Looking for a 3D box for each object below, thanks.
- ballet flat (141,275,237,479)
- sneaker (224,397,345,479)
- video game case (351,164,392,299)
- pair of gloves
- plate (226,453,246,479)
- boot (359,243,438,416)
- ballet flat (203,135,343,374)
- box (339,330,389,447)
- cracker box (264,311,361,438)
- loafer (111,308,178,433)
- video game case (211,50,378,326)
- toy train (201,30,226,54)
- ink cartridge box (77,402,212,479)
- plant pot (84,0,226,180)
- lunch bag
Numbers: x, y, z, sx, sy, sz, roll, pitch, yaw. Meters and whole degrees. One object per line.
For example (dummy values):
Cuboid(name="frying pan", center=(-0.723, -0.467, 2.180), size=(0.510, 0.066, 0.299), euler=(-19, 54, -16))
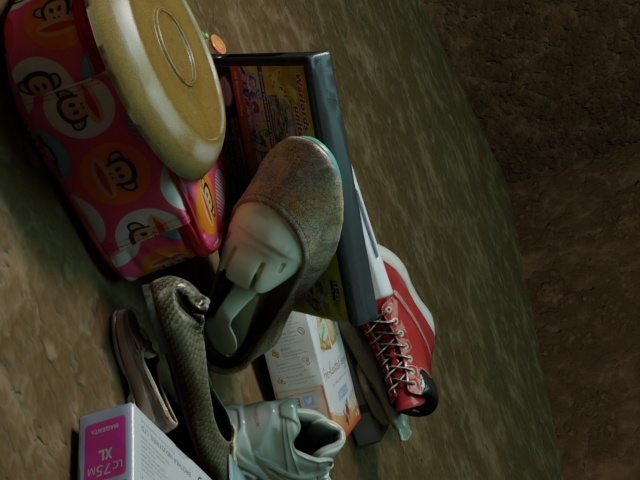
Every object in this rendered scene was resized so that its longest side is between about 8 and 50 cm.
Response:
Cuboid(name="ballet flat", center=(-0.111, 0.135, 1.339), size=(0.084, 0.058, 0.249), euler=(-116, -170, -57))
Cuboid(name="sneaker", center=(-0.018, 0.239, 1.505), size=(0.232, 0.115, 0.090), euler=(51, 25, -52))
Cuboid(name="video game case", center=(0.000, 0.000, 1.759), size=(0.023, 0.201, 0.183), euler=(-16, 87, -34))
Cuboid(name="pair of gloves", center=(0.094, 0.164, 1.982), size=(0.240, 0.042, 0.204), euler=(-43, 113, -73))
Cuboid(name="plate", center=(-0.071, 0.289, 1.289), size=(0.188, 0.024, 0.188), euler=(178, -90, -84))
Cuboid(name="boot", center=(0.086, 0.122, 1.840), size=(0.244, 0.088, 0.176), euler=(50, 28, -39))
Cuboid(name="ballet flat", center=(-0.058, 0.032, 1.392), size=(0.106, 0.107, 0.316), euler=(-43, 161, -40))
Cuboid(name="box", center=(0.050, 0.178, 1.966), size=(0.145, 0.038, 0.186), euler=(-46, 117, -73))
Cuboid(name="cracker box", center=(-0.019, 0.126, 1.683), size=(0.156, 0.067, 0.232), euler=(-31, 107, -77))
Cuboid(name="loafer", center=(-0.159, 0.120, 1.292), size=(0.045, 0.039, 0.125), euler=(27, 47, -68))
Cuboid(name="video game case", center=(-0.047, -0.059, 1.469), size=(0.035, 0.248, 0.274), euler=(-19, 106, -32))
Cuboid(name="toy train", center=(-0.158, -0.241, 1.705), size=(0.166, 0.046, 0.125), euler=(-73, 143, -64))
Cuboid(name="ink cartridge box", center=(-0.131, 0.308, 1.132), size=(0.186, 0.065, 0.311), euler=(55, 20, -49))
Cuboid(name="plant pot", center=(-0.141, -0.169, 1.262), size=(0.236, 0.032, 0.236), euler=(-20, 90, -76))
Cuboid(name="lunch bag", center=(-0.188, -0.133, 1.360), size=(0.258, 0.120, 0.293), euler=(-89, 158, -60))
